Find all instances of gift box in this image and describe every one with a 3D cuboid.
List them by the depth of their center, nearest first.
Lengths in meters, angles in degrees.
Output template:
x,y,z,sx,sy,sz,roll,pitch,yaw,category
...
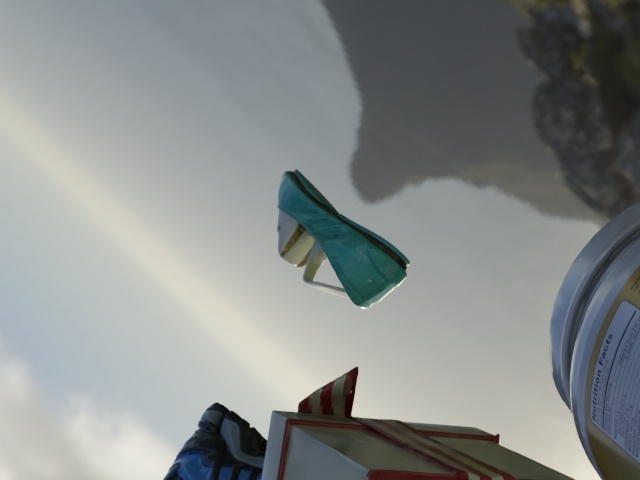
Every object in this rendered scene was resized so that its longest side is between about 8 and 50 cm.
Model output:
x,y,z,sx,sy,sz,roll,pitch,yaw,category
0.084,0.271,1.359,0.255,0.276,0.258,13,180,-23,gift box

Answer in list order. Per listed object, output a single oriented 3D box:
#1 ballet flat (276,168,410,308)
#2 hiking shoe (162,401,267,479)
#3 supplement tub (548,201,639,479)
x,y,z,sx,sy,sz,roll,pitch,yaw,category
0.000,0.000,1.569,0.083,0.087,0.247,45,177,-37,ballet flat
-0.062,0.291,1.599,0.113,0.132,0.304,48,166,-34,hiking shoe
0.286,0.101,0.870,0.228,0.228,0.316,45,180,-23,supplement tub
